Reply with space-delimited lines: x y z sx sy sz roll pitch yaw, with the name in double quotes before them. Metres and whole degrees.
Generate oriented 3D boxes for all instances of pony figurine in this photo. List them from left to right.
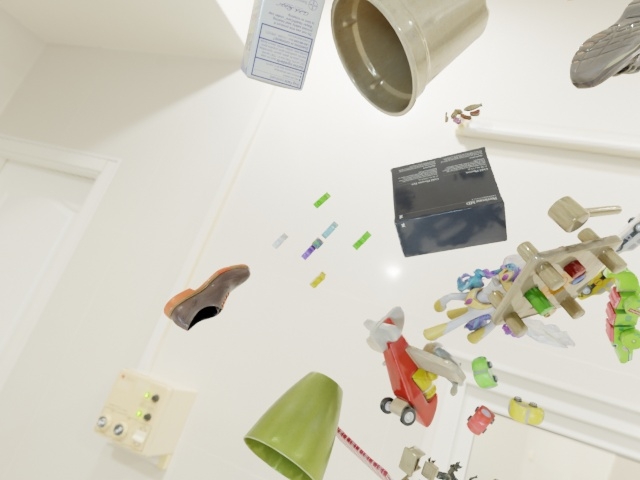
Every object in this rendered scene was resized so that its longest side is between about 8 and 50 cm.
"pony figurine" 0.533 0.197 1.325 0.351 0.302 0.363 11 -36 -25

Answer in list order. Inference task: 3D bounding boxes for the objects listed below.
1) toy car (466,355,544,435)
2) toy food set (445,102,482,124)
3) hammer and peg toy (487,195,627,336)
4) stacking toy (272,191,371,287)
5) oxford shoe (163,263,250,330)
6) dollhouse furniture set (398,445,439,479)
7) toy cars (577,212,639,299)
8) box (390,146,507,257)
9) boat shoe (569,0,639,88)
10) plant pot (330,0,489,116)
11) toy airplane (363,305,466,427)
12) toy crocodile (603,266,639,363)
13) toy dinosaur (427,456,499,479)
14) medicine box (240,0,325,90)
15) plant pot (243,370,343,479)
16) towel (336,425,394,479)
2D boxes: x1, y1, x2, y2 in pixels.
"toy car" 0.510 0.463 1.327 0.239 0.225 0.053 -29 -14 33
"toy food set" 0.485 -0.422 1.498 0.122 0.078 0.019 -6 -40 26
"hammer and peg toy" 0.570 0.063 1.026 0.266 0.127 0.361 -10 -42 -18
"stacking toy" 0.000 0.000 1.182 0.167 0.221 0.052 45 15 -3
"oxford shoe" -0.286 0.157 1.218 0.098 0.271 0.097 38 -40 23
"dollhouse furniture set" 0.234 0.587 0.988 0.101 0.160 0.182 6 12 -44
"toy cars" 1.038 0.068 1.554 0.087 0.393 0.176 41 -13 8
"box" 0.432 -0.132 1.538 0.343 0.312 0.179 -11 -49 17
"boat shoe" 0.754 -0.466 1.078 0.130 0.355 0.132 56 -11 -31
"plant pot" 0.246 -0.545 1.146 0.334 0.305 0.334 52 -11 15
"toy airplane" 0.313 0.401 1.530 0.386 0.273 0.384 54 -30 34
"toy crocodile" 0.922 0.228 1.355 0.105 0.115 0.340 -4 -61 19
"toy dinosaur" 0.348 0.658 1.206 0.268 0.118 0.064 -16 6 23
"medicine box" -0.103 -0.562 1.158 0.149 0.289 0.263 11 21 -18
"plant pot" -0.052 0.587 1.435 0.275 0.293 0.274 23 -38 19
"towel" 0.146 0.756 1.576 0.275 0.031 0.199 30 -24 37
